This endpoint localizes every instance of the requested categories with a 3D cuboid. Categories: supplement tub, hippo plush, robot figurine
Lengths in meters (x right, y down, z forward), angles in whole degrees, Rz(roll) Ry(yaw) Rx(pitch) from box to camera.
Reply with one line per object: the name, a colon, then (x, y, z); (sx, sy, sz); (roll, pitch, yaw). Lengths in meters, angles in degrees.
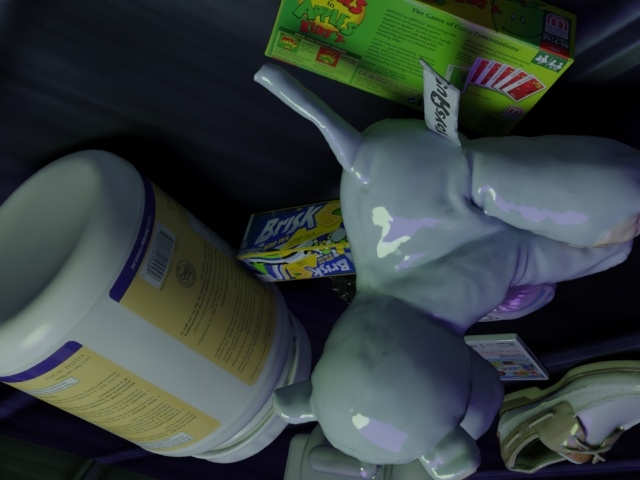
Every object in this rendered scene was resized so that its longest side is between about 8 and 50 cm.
supplement tub: (-0.184, 0.087, 0.775); (0.241, 0.241, 0.331); (-9, 143, 35)
hippo plush: (0.100, 0.046, 0.510); (0.234, 0.237, 0.294); (6, 169, 25)
robot figurine: (0.106, 0.403, 1.231); (0.353, 0.200, 0.300); (-8, 154, 35)

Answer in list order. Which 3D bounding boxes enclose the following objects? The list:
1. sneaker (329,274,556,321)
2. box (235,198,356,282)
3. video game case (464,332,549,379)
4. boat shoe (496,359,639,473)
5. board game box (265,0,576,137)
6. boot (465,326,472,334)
sneaker: (0.117, 0.042, 0.728); (0.237, 0.085, 0.086); (2, 167, 33)
box: (0.000, 0.000, 0.725); (0.169, 0.059, 0.054); (-7, 143, 34)
video game case: (0.233, 0.152, 0.933); (0.087, 0.011, 0.122); (-9, 143, 34)
boat shoe: (0.340, 0.237, 0.938); (0.113, 0.103, 0.302); (21, 150, -11)
board game box: (0.063, -0.136, 0.478); (0.181, 0.043, 0.092); (18, 150, -8)
boot: (0.113, 0.123, 0.846); (0.121, 0.099, 0.045); (17, 152, -4)
